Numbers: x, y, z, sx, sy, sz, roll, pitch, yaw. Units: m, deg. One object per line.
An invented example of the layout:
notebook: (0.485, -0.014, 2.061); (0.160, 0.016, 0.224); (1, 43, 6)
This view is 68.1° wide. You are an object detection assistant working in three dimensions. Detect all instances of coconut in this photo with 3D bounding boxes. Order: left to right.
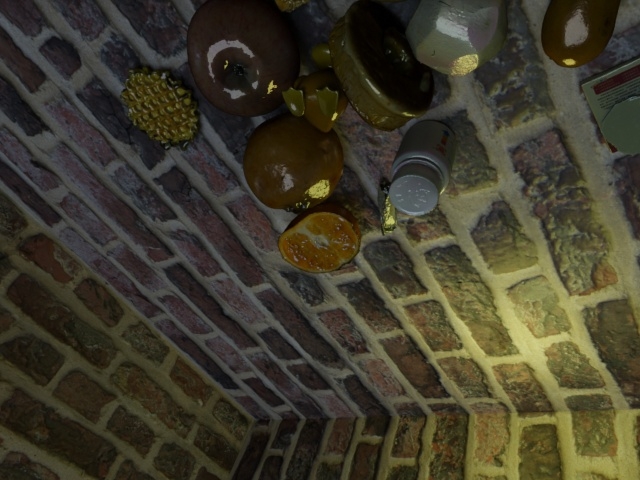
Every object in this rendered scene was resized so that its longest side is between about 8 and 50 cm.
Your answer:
coconut: (0.334, -0.510, 1.133); (0.231, 0.227, 0.227); (27, 136, -2)

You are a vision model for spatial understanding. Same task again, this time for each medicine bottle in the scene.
medicine bottle: (0.296, -0.212, 1.374); (0.170, 0.292, 0.170); (12, 133, 14)

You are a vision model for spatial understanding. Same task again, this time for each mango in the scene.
mango: (0.593, -0.512, 1.085); (0.152, 0.120, 0.220); (5, 126, 16)

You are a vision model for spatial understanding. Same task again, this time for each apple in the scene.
apple: (-0.222, -0.510, 1.343); (0.345, 0.269, 0.344); (12, 134, 13)

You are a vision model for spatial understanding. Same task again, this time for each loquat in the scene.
loquat: (-0.084, -0.244, 1.494); (0.329, 0.328, 0.328); (13, 135, 13)

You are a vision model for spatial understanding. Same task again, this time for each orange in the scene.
orange: (-0.003, -0.003, 1.744); (0.274, 0.274, 0.310); (36, 101, -10)

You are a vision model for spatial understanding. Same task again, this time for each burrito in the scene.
burrito: (0.233, -0.116, 1.666); (0.063, 0.058, 0.229); (9, 132, 23)

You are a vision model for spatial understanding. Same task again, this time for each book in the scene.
book: (0.795, -0.347, 1.216); (0.162, 0.022, 0.231); (-22, 119, 35)

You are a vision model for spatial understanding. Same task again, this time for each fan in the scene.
fan: (0.866, -0.335, 1.174); (0.182, 0.010, 0.310); (34, 137, -12)

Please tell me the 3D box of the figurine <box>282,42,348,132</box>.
figurine: (0.017, -0.421, 1.329); (0.216, 0.228, 0.215); (16, 157, 7)

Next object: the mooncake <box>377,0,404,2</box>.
mooncake: (0.154, -0.685, 1.122); (0.235, 0.117, 0.234); (11, 135, 11)

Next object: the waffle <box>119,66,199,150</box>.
waffle: (-0.566, -0.465, 1.689); (0.330, 0.062, 0.329); (12, 136, 12)

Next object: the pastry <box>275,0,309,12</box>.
pastry: (-0.101, -0.722, 1.208); (0.154, 0.102, 0.249); (-17, 122, 34)

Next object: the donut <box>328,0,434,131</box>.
donut: (0.155, -0.443, 1.228); (0.330, 0.329, 0.160); (42, 145, -17)
